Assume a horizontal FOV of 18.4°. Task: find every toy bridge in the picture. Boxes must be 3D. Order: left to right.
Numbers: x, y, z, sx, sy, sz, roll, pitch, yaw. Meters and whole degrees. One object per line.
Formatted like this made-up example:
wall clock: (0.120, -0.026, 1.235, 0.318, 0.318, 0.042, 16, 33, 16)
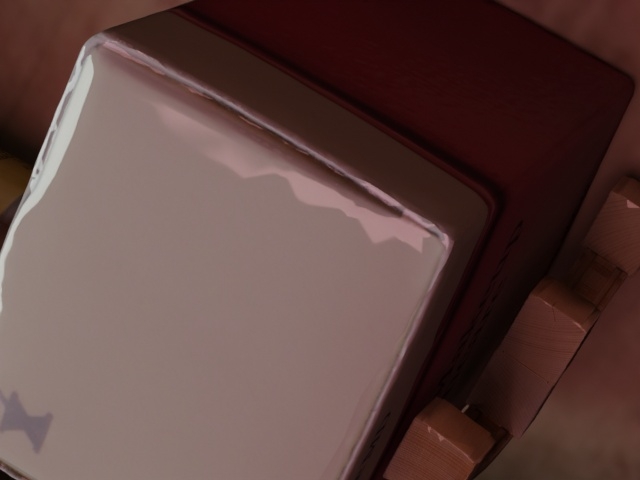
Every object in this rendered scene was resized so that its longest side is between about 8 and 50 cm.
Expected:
toy bridge: (0.073, 0.042, 0.690, 0.026, 0.188, 0.063, 34, 129, 11)

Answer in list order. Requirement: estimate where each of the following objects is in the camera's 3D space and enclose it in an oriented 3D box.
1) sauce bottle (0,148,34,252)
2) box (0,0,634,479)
sauce bottle: (-0.249, -0.037, 0.832, 0.344, 0.111, 0.111, 26, 113, 12)
box: (0.000, 0.000, 0.679, 0.127, 0.232, 0.148, 30, 114, 12)
